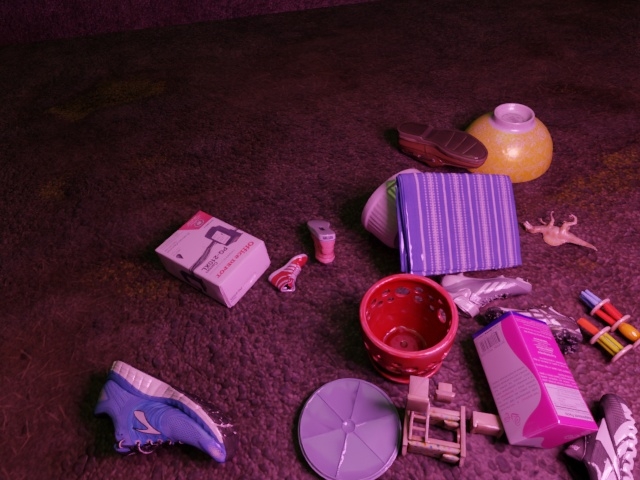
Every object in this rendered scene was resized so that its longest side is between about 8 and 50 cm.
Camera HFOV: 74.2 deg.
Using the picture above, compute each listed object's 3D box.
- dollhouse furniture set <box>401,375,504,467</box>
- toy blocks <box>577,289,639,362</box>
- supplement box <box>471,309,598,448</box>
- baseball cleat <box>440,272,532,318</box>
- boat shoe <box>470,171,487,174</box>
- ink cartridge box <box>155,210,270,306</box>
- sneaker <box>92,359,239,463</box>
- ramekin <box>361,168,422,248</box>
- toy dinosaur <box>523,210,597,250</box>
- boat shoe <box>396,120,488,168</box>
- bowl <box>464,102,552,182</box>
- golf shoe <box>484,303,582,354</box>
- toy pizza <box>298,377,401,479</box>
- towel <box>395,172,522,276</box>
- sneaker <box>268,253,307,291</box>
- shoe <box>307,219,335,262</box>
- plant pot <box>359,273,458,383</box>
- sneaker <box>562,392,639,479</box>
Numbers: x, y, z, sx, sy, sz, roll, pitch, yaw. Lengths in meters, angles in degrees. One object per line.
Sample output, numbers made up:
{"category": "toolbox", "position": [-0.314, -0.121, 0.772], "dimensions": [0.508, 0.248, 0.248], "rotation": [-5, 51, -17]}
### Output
{"category": "dollhouse furniture set", "position": [0.242, 0.334, 0.755], "dimensions": [0.182, 0.161, 0.101], "rotation": [5, 49, 12]}
{"category": "toy blocks", "position": [0.610, 0.177, 0.919], "dimensions": [0.123, 0.054, 0.148], "rotation": [-18, 48, -23]}
{"category": "supplement box", "position": [0.399, 0.264, 0.809], "dimensions": [0.114, 0.111, 0.220], "rotation": [19, 43, -22]}
{"category": "baseball cleat", "position": [0.386, 0.134, 0.995], "dimensions": [0.206, 0.072, 0.109], "rotation": [2, 62, 15]}
{"category": "boat shoe", "position": [0.507, -0.175, 1.260], "dimensions": [0.135, 0.050, 0.045], "rotation": [25, 61, 26]}
{"category": "ink cartridge box", "position": [-0.280, 0.044, 1.117], "dimensions": [0.237, 0.100, 0.172], "rotation": [24, 55, 25]}
{"category": "sneaker", "position": [-0.310, 0.364, 0.835], "dimensions": [0.330, 0.130, 0.147], "rotation": [15, 66, 23]}
{"category": "ramekin", "position": [0.219, -0.072, 1.103], "dimensions": [0.207, 0.207, 0.109], "rotation": [-28, 60, -18]}
{"category": "toy dinosaur", "position": [0.639, -0.022, 1.119], "dimensions": [0.183, 0.053, 0.092], "rotation": [24, 70, 34]}
{"category": "boat shoe", "position": [0.382, -0.287, 1.338], "dimensions": [0.111, 0.104, 0.307], "rotation": [-39, 53, -23]}
{"category": "bowl", "position": [0.585, -0.329, 1.321], "dimensions": [0.289, 0.156, 0.289], "rotation": [-3, 48, 4]}
{"category": "golf shoe", "position": [0.466, 0.181, 0.937], "dimensions": [0.198, 0.077, 0.094], "rotation": [19, 41, 14]}
{"category": "toy pizza", "position": [0.057, 0.370, 0.830], "dimensions": [0.201, 0.032, 0.201], "rotation": [-4, 47, 4]}
{"category": "towel", "position": [0.335, -0.043, 1.023], "dimensions": [0.336, 0.040, 0.243], "rotation": [-2, 85, -20]}
{"category": "sneaker", "position": [-0.069, 0.087, 1.093], "dimensions": [0.118, 0.042, 0.067], "rotation": [-36, 50, -15]}
{"category": "shoe", "position": [0.000, 0.000, 1.153], "dimensions": [0.063, 0.081, 0.178], "rotation": [-2, 17, -11]}
{"category": "plant pot", "position": [0.176, 0.193, 0.880], "dimensions": [0.191, 0.174, 0.191], "rotation": [-3, 48, 3]}
{"category": "sneaker", "position": [0.491, 0.371, 0.749], "dimensions": [0.106, 0.078, 0.234], "rotation": [16, 54, 17]}
